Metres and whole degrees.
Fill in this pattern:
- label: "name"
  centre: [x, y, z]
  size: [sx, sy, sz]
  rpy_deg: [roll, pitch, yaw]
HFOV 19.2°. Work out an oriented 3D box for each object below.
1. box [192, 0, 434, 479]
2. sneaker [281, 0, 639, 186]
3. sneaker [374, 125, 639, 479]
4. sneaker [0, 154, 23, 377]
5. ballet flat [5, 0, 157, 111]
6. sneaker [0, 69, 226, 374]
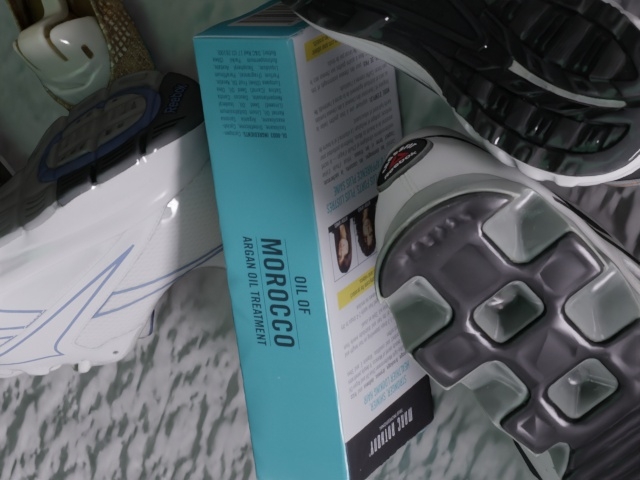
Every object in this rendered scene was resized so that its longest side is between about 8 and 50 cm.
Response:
- label: "box"
  centre: [0.000, 0.000, 0.986]
  size: [0.060, 0.100, 0.244]
  rpy_deg: [4, 111, 30]
- label: "sneaker"
  centre: [0.065, -0.110, 0.905]
  size: [0.100, 0.108, 0.271]
  rpy_deg: [-50, 62, 10]
- label: "sneaker"
  centre: [0.142, 0.067, 0.935]
  size: [0.122, 0.146, 0.330]
  rpy_deg: [-33, 115, 11]
- label: "sneaker"
  centre: [-0.263, -0.043, 1.144]
  size: [0.290, 0.106, 0.123]
  rpy_deg: [55, 161, -10]
- label: "ballet flat"
  centre: [-0.153, -0.134, 1.040]
  size: [0.073, 0.067, 0.206]
  rpy_deg: [-23, 97, 33]
- label: "sneaker"
  centre: [-0.164, 0.030, 1.036]
  size: [0.297, 0.111, 0.129]
  rpy_deg: [-27, 123, 13]
